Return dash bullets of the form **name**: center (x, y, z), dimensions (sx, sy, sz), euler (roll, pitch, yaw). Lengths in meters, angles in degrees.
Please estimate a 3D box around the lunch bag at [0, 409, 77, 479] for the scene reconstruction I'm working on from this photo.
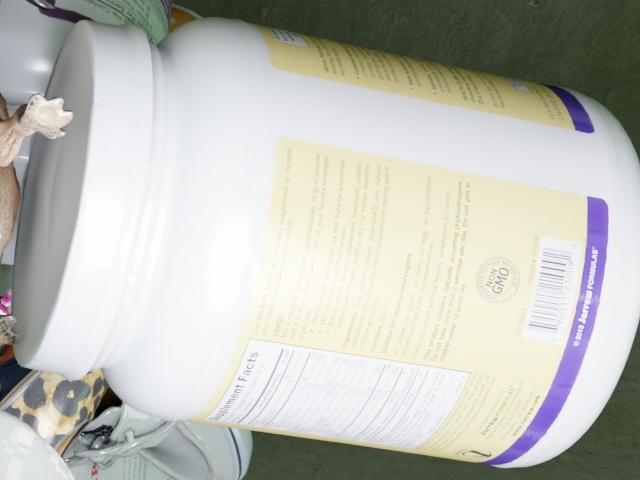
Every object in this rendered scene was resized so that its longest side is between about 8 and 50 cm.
- **lunch bag**: center (-0.181, 0.241, 0.806), dimensions (0.305, 0.212, 0.256), euler (-91, -173, -61)

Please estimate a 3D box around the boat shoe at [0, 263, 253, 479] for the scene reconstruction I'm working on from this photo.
- **boat shoe**: center (-0.195, 0.145, 1.705), dimensions (0.367, 0.136, 0.156), euler (54, 37, -34)

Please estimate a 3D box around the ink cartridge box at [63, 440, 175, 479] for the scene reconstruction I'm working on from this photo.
- **ink cartridge box**: center (-0.231, 0.227, 1.946), dimensions (0.283, 0.117, 0.207), euler (-28, 127, -63)

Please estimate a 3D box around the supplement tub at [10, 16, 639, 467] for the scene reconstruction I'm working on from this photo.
- **supplement tub**: center (0.000, 0.000, 1.124), dimensions (0.241, 0.331, 0.241), euler (-170, -90, -73)

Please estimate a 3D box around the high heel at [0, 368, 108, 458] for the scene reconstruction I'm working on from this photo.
- **high heel**: center (-0.158, 0.193, 1.257), dimensions (0.261, 0.186, 0.093), euler (-52, 172, -4)

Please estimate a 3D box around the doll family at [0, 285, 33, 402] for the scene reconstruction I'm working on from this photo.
- **doll family**: center (-0.227, 0.106, 1.369), dimensions (0.118, 0.163, 0.263), euler (58, -5, 3)

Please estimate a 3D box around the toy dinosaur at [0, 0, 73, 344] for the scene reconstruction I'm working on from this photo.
- **toy dinosaur**: center (-0.217, -0.067, 1.093), dimensions (0.200, 0.127, 0.296), euler (-99, -161, -52)

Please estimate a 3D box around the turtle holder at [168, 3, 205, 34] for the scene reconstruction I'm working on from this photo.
- **turtle holder**: center (-0.214, -0.093, 1.903), dimensions (0.320, 0.243, 0.227), euler (-45, 173, 10)

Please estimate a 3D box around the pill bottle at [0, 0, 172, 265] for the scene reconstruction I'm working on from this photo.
- **pill bottle**: center (-0.191, -0.138, 1.309), dimensions (0.169, 0.169, 0.301), euler (99, -4, -54)
